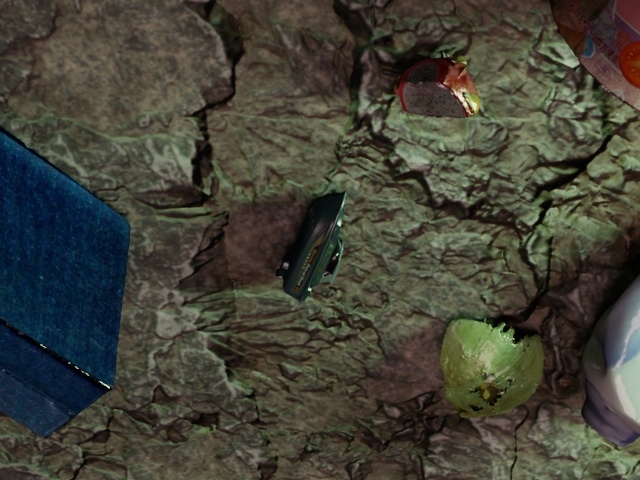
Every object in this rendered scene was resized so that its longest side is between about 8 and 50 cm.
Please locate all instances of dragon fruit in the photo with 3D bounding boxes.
[{"bbox_3d":[0.120,-0.159,1.685,0.083,0.060,0.056,6,139,34],"label":"dragon fruit"}]

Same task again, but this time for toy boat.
[{"bbox_3d":[0.000,0.000,1.819,0.060,0.055,0.141,20,127,-7],"label":"toy boat"}]

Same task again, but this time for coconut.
[{"bbox_3d":[0.198,0.153,1.951,0.133,0.055,0.158,-19,129,16],"label":"coconut"}]

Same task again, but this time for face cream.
[{"bbox_3d":[0.450,0.068,1.868,0.235,0.137,0.420,33,110,-23],"label":"face cream"}]

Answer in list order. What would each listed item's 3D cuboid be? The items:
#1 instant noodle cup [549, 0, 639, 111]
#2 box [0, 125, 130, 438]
[{"bbox_3d":[0.345,-0.249,1.513,0.243,0.243,0.231,25,131,-20],"label":"instant noodle cup"},{"bbox_3d":[-0.336,0.016,1.691,0.116,0.261,0.279,-35,122,27],"label":"box"}]
